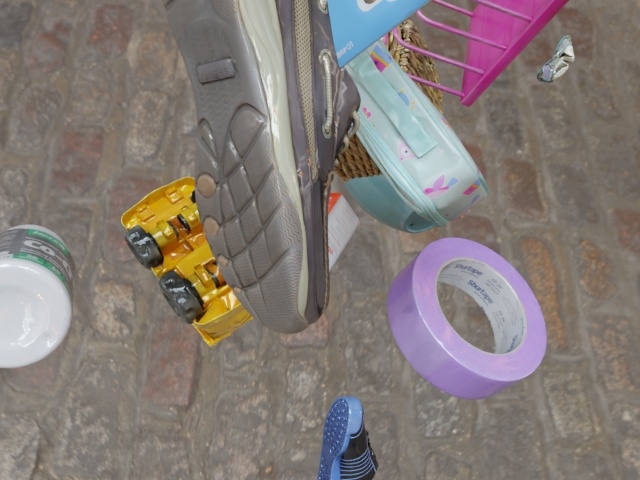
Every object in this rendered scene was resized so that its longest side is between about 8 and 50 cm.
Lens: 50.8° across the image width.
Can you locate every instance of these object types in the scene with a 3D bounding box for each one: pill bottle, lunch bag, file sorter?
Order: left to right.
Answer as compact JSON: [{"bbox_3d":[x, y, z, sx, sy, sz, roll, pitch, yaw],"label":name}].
[{"bbox_3d":[-0.591,0.089,1.330,0.204,0.361,0.204,-5,106,-17],"label":"pill bottle"},{"bbox_3d":[0.108,-0.155,0.922,0.108,0.224,0.279,-38,75,14],"label":"lunch bag"},{"bbox_3d":[0.230,-0.390,1.040,0.182,0.290,0.202,16,65,-12],"label":"file sorter"}]

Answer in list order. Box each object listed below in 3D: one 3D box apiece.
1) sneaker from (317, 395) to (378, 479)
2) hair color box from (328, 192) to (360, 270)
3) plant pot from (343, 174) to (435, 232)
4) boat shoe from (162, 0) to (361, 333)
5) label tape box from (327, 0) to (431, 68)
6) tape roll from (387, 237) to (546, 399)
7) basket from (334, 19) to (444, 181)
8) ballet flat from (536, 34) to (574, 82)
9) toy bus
[{"bbox_3d":[0.055,0.356,1.147,0.091,0.232,0.081,-1,30,-21],"label":"sneaker"},{"bbox_3d":[0.000,0.000,1.046,0.043,0.072,0.141,8,55,42],"label":"hair color box"},{"bbox_3d":[0.227,-0.134,1.692,0.290,0.290,0.195,-16,58,-17],"label":"plant pot"},{"bbox_3d":[-0.025,-0.098,0.541,0.130,0.355,0.132,-19,21,-35],"label":"boat shoe"},{"bbox_3d":[0.057,-0.380,0.668,0.115,0.249,0.347,-18,86,-39],"label":"label tape box"},{"bbox_3d":[0.256,0.132,1.179,0.275,0.090,0.274,16,51,-21],"label":"tape roll"},{"bbox_3d":[0.102,-0.273,1.305,0.223,0.299,0.213,-3,67,24],"label":"basket"},{"bbox_3d":[0.440,-0.329,1.234,0.041,0.041,0.114,35,73,11],"label":"ballet flat"},{"bbox_3d":[-0.177,0.046,1.016,0.149,0.211,0.220,-35,70,-19],"label":"toy bus"}]
